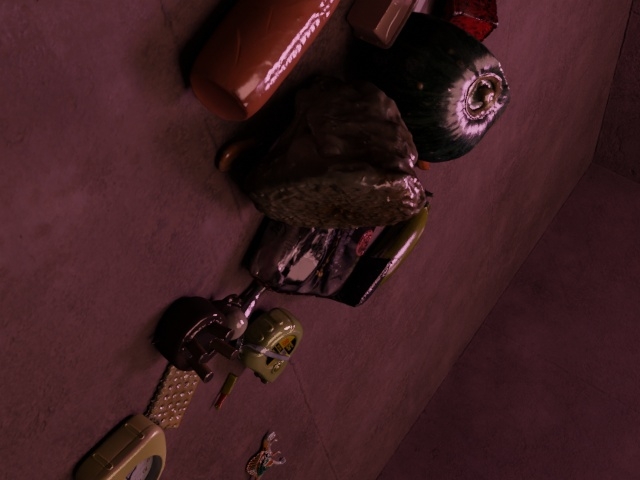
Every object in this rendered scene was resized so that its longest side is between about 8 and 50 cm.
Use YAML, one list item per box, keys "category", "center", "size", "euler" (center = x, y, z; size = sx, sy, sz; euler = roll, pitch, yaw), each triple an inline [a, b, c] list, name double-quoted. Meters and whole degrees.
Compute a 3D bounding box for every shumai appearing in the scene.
- category: "shumai"
  center: [0.031, -0.168, 1.533]
  size: [0.304, 0.309, 0.263]
  euler: [87, 8, -74]

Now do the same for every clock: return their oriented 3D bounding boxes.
- category: "clock"
  center: [-0.360, 0.437, 1.664]
  size: [0.170, 0.069, 0.232]
  euler: [-43, 154, -37]

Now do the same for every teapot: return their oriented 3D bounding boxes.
- category: "teapot"
  center: [-0.140, 0.121, 1.785]
  size: [0.110, 0.043, 0.043]
  euler: [-52, 157, -27]

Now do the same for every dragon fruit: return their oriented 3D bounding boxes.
- category: "dragon fruit"
  center: [0.293, -0.474, 1.949]
  size: [0.161, 0.121, 0.127]
  euler: [-48, -143, 48]

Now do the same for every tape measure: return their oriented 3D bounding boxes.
- category: "tape measure"
  center: [-0.109, 0.212, 1.898]
  size: [0.154, 0.087, 0.177]
  euler: [-46, 155, -4]

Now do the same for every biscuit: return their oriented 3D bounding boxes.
- category: "biscuit"
  center: [-0.270, 0.277, 1.729]
  size: [0.203, 0.016, 0.144]
  euler: [-64, 158, 8]

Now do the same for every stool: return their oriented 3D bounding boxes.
- category: "stool"
  center: [-0.198, 0.166, 1.615]
  size: [0.217, 0.121, 0.125]
  euler: [-18, 132, -52]

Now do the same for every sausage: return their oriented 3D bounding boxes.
- category: "sausage"
  center: [-0.065, -0.314, 1.303]
  size: [0.304, 0.121, 0.121]
  euler: [-56, 158, -15]

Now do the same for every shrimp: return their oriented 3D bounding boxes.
- category: "shrimp"
  center: [-0.134, -0.142, 1.498]
  size: [0.108, 0.023, 0.059]
  euler: [-30, 153, -52]

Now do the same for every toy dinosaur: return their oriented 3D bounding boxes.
- category: "toy dinosaur"
  center: [-0.155, 0.573, 2.320]
  size: [0.187, 0.044, 0.106]
  euler: [-48, 145, 4]

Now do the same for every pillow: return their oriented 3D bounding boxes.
- category: "pillow"
  center: [0.068, 0.083, 2.023]
  size: [0.055, 0.208, 0.141]
  euler: [38, 80, -25]

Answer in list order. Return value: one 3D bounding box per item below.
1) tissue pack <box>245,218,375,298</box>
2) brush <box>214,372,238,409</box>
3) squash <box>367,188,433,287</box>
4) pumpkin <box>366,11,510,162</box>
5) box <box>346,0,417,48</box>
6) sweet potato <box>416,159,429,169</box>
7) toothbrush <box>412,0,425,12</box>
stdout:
- category: "tissue pack"
  center: [0.000, 0.000, 1.826]
  size: [0.245, 0.123, 0.332]
  euler: [-64, 158, 4]
- category: "brush"
  center: [-0.201, 0.322, 1.927]
  size: [0.083, 0.019, 0.021]
  euler: [-63, 167, 3]
- category: "squash"
  center: [0.199, 0.000, 2.309]
  size: [0.331, 0.087, 0.087]
  euler: [-52, 157, -24]
- category: "pumpkin"
  center: [0.193, -0.268, 1.703]
  size: [0.197, 0.263, 0.293]
  euler: [-49, 146, -7]
- category: "box"
  center: [0.107, -0.410, 1.601]
  size: [0.122, 0.089, 0.062]
  euler: [-60, 147, 2]
- category: "sweet potato"
  center: [0.249, -0.199, 2.238]
  size: [0.034, 0.034, 0.095]
  euler: [-54, 147, -14]
- category: "toothbrush"
  center: [0.144, -0.374, 1.808]
  size: [0.304, 0.030, 0.030]
  euler: [-64, 158, 3]
